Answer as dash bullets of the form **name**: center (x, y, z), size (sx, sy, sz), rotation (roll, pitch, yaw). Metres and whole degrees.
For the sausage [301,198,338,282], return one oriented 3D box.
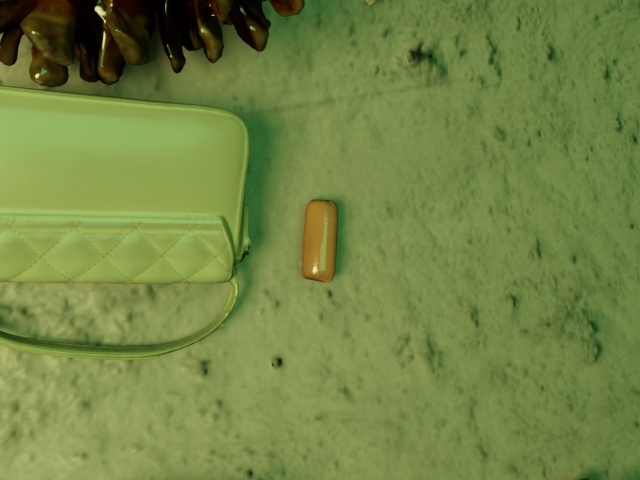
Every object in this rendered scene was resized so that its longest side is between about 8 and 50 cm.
- **sausage**: center (0.000, 0.000, 0.641), size (0.034, 0.034, 0.083), rotation (8, 80, -25)

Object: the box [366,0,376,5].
- **box**: center (0.054, -0.304, 0.702), size (0.054, 0.024, 0.083), rotation (-37, 102, -21)

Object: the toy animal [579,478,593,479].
- **toy animal**: center (0.376, 0.400, 0.714), size (0.281, 0.169, 0.195), rotation (57, 31, -13)

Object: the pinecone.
- **pinecone**: center (-0.139, -0.242, 0.494), size (0.309, 0.244, 0.244), rotation (-30, 98, -11)

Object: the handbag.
- **handbag**: center (-0.181, -0.010, 0.540), size (0.256, 0.079, 0.219), rotation (2, 95, -25)
